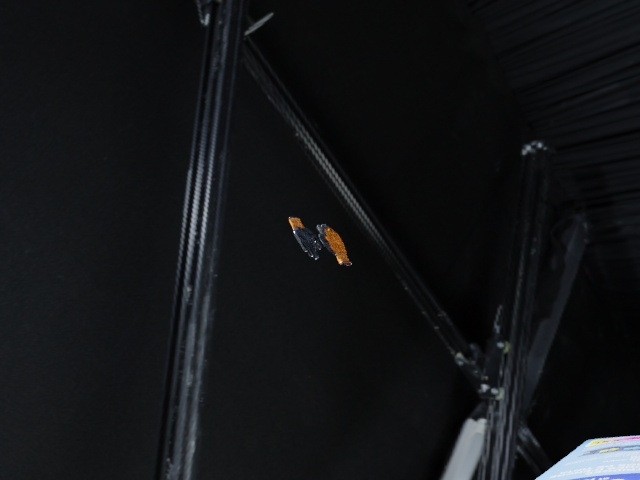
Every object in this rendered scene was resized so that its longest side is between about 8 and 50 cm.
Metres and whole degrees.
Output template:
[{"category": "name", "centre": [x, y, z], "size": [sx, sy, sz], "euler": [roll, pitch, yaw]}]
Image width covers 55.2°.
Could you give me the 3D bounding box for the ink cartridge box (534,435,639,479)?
[{"category": "ink cartridge box", "centre": [0.266, 0.299, 0.450], "size": [0.395, 0.151, 0.270], "euler": [18, -121, -58]}]

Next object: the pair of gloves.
[{"category": "pair of gloves", "centre": [0.000, 0.000, 0.792], "size": [0.083, 0.010, 0.074], "euler": [11, -140, -41]}]
